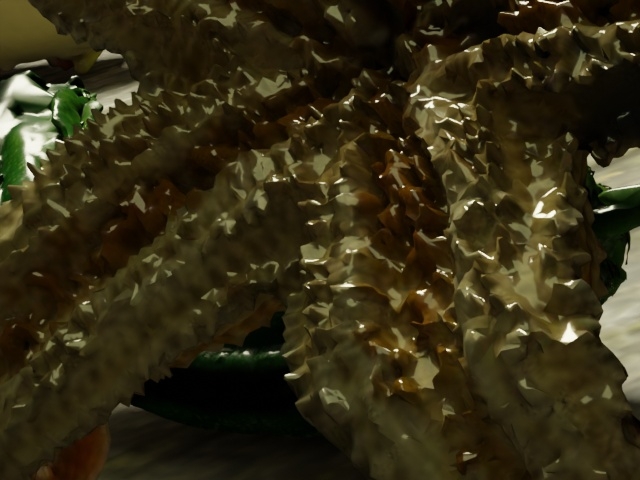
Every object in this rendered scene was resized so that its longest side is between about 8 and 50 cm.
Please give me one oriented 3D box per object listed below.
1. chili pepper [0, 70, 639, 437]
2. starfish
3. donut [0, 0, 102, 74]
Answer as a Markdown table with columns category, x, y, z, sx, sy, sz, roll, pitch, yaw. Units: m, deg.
| category | x | y | z | sx | sy | sz | roll | pitch | yaw |
| --- | --- | --- | --- | --- | --- | --- | --- | --- | --- |
| chili pepper | 0.000 | 0.001 | 0.519 | 0.279 | 0.122 | 0.065 | 4 | -20 | 31 |
| starfish | 0.014 | -0.060 | 0.437 | 0.312 | 0.303 | 0.113 | 11 | -16 | 24 |
| donut | -0.175 | -0.205 | 1.205 | 0.307 | 0.150 | 0.371 | -5 | 18 | 24 |
